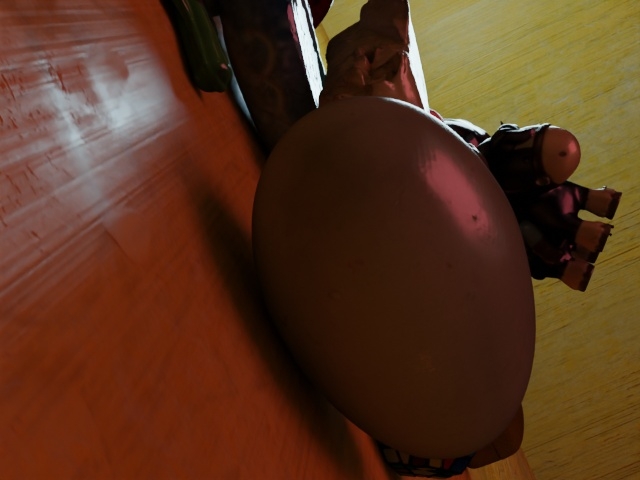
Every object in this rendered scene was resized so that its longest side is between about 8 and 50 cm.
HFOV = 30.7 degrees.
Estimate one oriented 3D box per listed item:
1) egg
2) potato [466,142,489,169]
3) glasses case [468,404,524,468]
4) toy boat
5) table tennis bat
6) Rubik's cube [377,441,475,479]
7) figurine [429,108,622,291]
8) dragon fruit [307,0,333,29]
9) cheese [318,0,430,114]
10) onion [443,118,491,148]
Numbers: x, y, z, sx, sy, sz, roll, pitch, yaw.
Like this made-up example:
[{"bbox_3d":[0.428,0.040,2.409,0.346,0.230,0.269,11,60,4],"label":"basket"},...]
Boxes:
[{"bbox_3d":[0.072,0.045,1.025,0.230,0.230,0.371,-101,169,-59],"label":"egg"},{"bbox_3d":[0.158,0.046,1.510,0.189,0.264,0.211,48,11,-35],"label":"potato"},{"bbox_3d":[0.231,0.206,1.889,0.173,0.141,0.371,-106,168,-50],"label":"glasses case"},{"bbox_3d":[-0.061,-0.195,1.413,0.215,0.123,0.330,-87,163,-57],"label":"toy boat"},{"bbox_3d":[-0.142,-0.252,1.218,0.160,0.039,0.257,50,14,-54],"label":"table tennis bat"},{"bbox_3d":[0.118,0.201,1.279,0.133,0.133,0.112,-106,-167,-47],"label":"Rubik's cube"},{"bbox_3d":[0.225,-0.058,1.681,0.306,0.412,0.241,49,55,-45],"label":"figurine"},{"bbox_3d":[-0.016,-0.408,1.556,0.343,0.100,0.282,105,-12,-60],"label":"dragon fruit"},{"bbox_3d":[0.069,-0.164,1.398,0.266,0.127,0.233,-91,169,-57],"label":"cheese"},{"bbox_3d":[0.188,-0.057,2.119,0.347,0.285,0.347,-25,120,-55],"label":"onion"}]
